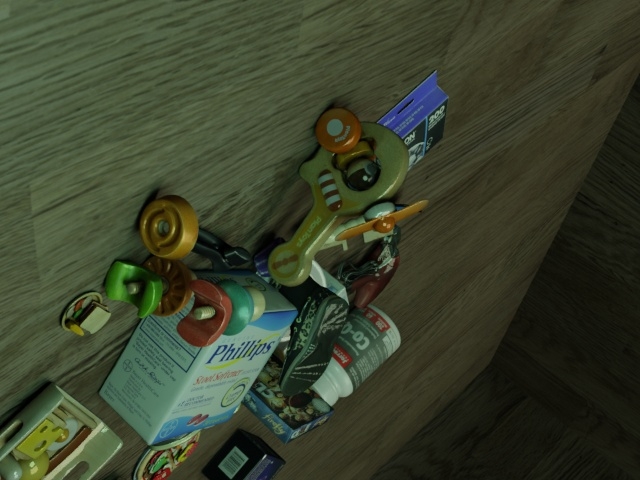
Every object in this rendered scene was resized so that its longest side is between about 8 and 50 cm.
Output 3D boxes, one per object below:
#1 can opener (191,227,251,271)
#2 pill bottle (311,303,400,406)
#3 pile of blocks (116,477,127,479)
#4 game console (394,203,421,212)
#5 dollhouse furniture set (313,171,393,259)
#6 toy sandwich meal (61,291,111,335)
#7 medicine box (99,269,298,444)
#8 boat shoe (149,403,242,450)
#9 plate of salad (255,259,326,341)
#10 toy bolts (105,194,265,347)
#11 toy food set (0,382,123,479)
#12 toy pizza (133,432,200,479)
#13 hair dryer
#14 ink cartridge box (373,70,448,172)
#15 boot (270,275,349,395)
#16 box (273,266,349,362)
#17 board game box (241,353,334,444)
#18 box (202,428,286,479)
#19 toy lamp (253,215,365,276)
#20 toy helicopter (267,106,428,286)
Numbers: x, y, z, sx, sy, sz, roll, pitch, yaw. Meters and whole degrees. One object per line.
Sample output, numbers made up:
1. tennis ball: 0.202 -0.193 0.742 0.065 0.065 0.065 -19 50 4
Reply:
1. can opener: -0.193 0.007 1.539 0.073 0.059 0.186 -29 152 16
2. pill bottle: 0.064 0.309 2.333 0.283 0.161 0.161 -40 155 -26
3. pile of blocks: -0.464 0.572 1.751 0.362 0.149 0.112 -14 138 -55
4. game console: 0.169 -0.052 2.103 0.107 0.071 0.122 -55 157 9
5. dollhouse furniture set: 0.041 -0.067 1.822 0.184 0.129 0.129 -18 152 -2
6. toy sandwich meal: -0.370 0.118 1.397 0.085 0.029 0.085 -41 155 -23
7. medicine box: -0.223 0.208 1.657 0.289 0.149 0.263 -57 157 15
8. boat shoe: -0.277 0.373 1.911 0.223 0.080 0.073 -25 113 -21
9. plate of salad: -0.077 0.118 1.868 0.200 0.048 0.199 -12 113 -29
10. toy bolts: -0.188 0.052 1.402 0.158 0.228 0.218 -4 121 -60
11. toy food set: -0.474 0.384 1.521 0.220 0.092 0.306 -45 157 -15
12. toy pizza: -0.340 0.488 2.009 0.201 0.032 0.201 -41 155 -23
13. hair dryer: 0.105 0.081 2.195 0.223 0.080 0.293 -37 152 -14
14. ink cartridge box: 0.195 -0.234 1.914 0.206 0.045 0.208 -43 155 -19
15. boot: -0.048 0.173 1.775 0.085 0.178 0.236 9 115 -41
16. box: -0.043 0.165 1.988 0.203 0.103 0.114 -46 158 -14
17. board game box: -0.107 0.326 1.928 0.165 0.243 0.042 -13 137 -56
18. box: -0.199 0.603 2.350 0.153 0.108 0.207 -50 157 -5
19. toy lamp: 0.000 0.000 1.724 0.275 0.080 0.080 -23 161 13
20. toy helicopter: 0.037 -0.054 1.638 0.355 0.235 0.140 -53 158 6
